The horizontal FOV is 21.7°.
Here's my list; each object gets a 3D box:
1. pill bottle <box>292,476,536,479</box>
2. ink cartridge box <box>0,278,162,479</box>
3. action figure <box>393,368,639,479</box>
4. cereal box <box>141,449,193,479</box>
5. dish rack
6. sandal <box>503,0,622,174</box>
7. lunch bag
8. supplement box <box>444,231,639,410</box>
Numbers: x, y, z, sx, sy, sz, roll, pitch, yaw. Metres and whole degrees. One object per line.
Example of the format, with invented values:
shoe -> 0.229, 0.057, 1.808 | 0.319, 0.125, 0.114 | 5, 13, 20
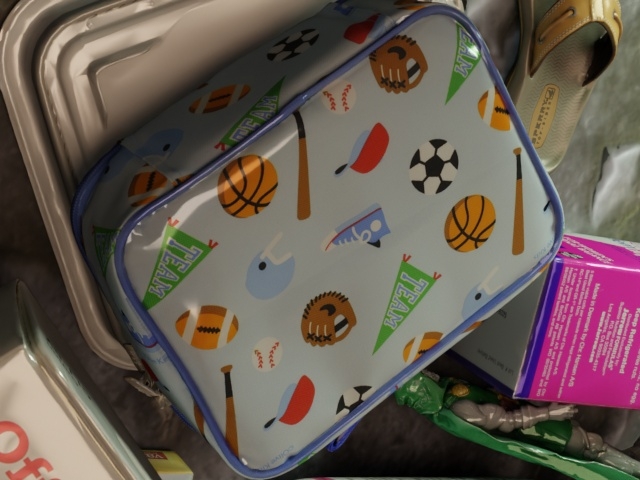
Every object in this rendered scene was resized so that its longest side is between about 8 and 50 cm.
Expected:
pill bottle -> 0.102, 0.257, 1.253 | 0.283, 0.160, 0.160 | 3, 105, -26
ink cartridge box -> -0.264, 0.249, 1.035 | 0.384, 0.160, 0.279 | -33, 109, -2
action figure -> 0.159, 0.142, 1.277 | 0.232, 0.137, 0.064 | 19, 91, -19
cereal box -> -0.194, 0.262, 1.180 | 0.173, 0.047, 0.240 | 6, 103, -26
dish rack -> -0.029, -0.073, 1.141 | 0.332, 0.072, 0.286 | -22, 113, -18
sandal -> 0.179, -0.146, 1.218 | 0.090, 0.060, 0.219 | 10, 102, -27
lunch bag -> 0.000, 0.000, 1.074 | 0.303, 0.115, 0.243 | -36, 120, -13
supplement box -> 0.224, 0.062, 1.275 | 0.220, 0.111, 0.114 | 9, 101, -28
